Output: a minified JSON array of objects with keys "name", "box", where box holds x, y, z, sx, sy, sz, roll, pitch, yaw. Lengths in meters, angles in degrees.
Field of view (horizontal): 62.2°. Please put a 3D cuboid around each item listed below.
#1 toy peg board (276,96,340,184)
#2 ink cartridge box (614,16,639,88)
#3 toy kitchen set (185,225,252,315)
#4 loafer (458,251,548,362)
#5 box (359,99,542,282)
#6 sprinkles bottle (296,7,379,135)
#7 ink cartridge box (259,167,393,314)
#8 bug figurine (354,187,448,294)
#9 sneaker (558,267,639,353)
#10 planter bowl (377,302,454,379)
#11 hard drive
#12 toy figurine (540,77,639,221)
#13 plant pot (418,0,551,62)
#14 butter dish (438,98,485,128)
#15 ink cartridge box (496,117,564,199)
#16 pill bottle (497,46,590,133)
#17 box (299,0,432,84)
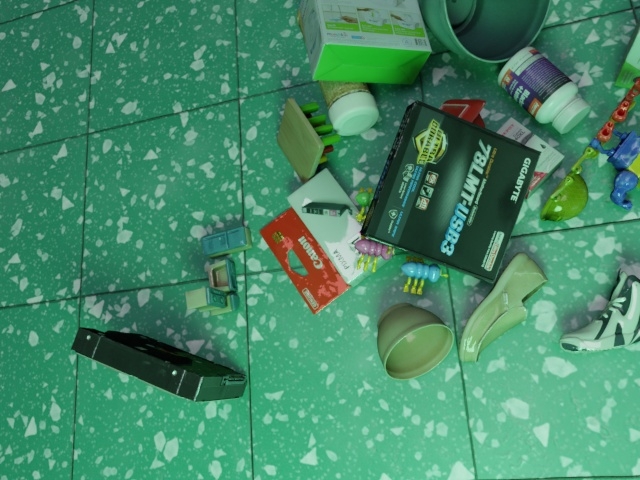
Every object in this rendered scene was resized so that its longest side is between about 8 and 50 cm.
[{"name":"toy peg board","box":[-0.027,-0.250,1.324,0.079,0.161,0.161,-21,67,-25]},{"name":"ink cartridge box","box":[0.776,-0.380,1.071,0.272,0.198,0.115,19,81,20]},{"name":"toy kitchen set","box":[-0.243,0.064,1.283,0.122,0.166,0.207,-15,73,13]},{"name":"loafer","box":[0.382,0.150,1.108,0.092,0.102,0.269,32,86,27]},{"name":"box","box":[0.270,-0.097,1.103,0.293,0.073,0.296,21,91,-6]},{"name":"sprinkles bottle","box":[0.040,-0.445,1.351,0.121,0.121,0.356,-21,71,11]},{"name":"ink cartridge box","box":[0.000,0.000,1.285,0.238,0.060,0.275,-37,69,4]},{"name":"bug figurine","box":[0.180,-0.027,1.186,0.216,0.072,0.279,6,69,-5]},{"name":"sneaker","box":[0.582,0.136,1.056,0.234,0.094,0.153,-13,72,13]},{"name":"planter bowl","box":[0.187,0.203,1.137,0.162,0.162,0.109,-37,43,5]},{"name":"hard drive","box":[-0.363,0.287,1.226,0.338,0.237,0.064,15,81,19]},{"name":"toy figurine","box":[0.643,-0.145,1.065,0.217,0.191,0.363,36,90,17]},{"name":"plant pot","box":[0.348,-0.562,1.217,0.293,0.293,0.196,-52,29,-1]},{"name":"butter dish","box":[0.314,-0.235,1.223,0.160,0.118,0.160,-53,27,-1]},{"name":"ink cartridge box","box":[0.446,-0.185,1.193,0.109,0.063,0.150,-46,69,2]},{"name":"pill bottle","box":[0.502,-0.333,1.190,0.108,0.108,0.193,-39,68,4]},{"name":"box","box":[0.100,-0.506,1.254,0.261,0.127,0.231,-3,67,-17]}]
